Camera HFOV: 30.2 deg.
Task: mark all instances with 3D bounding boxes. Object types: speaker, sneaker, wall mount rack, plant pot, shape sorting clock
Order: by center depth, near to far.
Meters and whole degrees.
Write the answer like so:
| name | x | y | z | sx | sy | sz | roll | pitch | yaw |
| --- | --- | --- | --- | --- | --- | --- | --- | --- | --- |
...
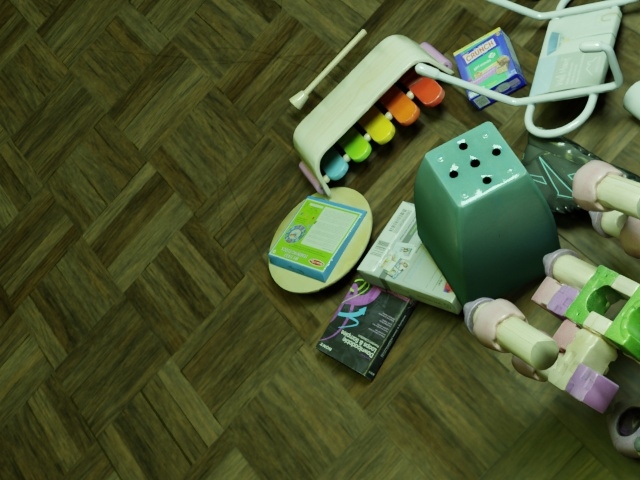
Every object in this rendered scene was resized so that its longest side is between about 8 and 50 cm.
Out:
| name | x | y | z | sx | sy | sz | roll | pitch | yaw |
| --- | --- | --- | --- | --- | --- | --- | --- | --- | --- |
| plant pot | 0.231 | -0.048 | 1.689 | 0.165 | 0.234 | 0.166 | -27 | 57 | -4 |
| speaker | 0.505 | -0.179 | 1.732 | 0.055 | 0.055 | 0.136 | -46 | 49 | 6 |
| sneaker | 0.395 | -0.074 | 1.742 | 0.267 | 0.101 | 0.106 | 37 | 104 | 47 |
| wall mount rack | 0.328 | -0.316 | 1.829 | 0.304 | 0.130 | 0.350 | -5 | 47 | 33 |
| shape sorting clock | 0.000 | 0.000 | 1.996 | 0.206 | 0.040 | 0.206 | -21 | 44 | 22 |

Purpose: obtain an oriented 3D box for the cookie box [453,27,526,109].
| name | x | y | z | sx | sy | sz | roll | pitch | yaw |
| --- | --- | --- | --- | --- | --- | --- | --- | --- | --- |
| cookie box | 0.278 | -0.283 | 1.954 | 0.091 | 0.040 | 0.107 | -28 | 52 | 21 |

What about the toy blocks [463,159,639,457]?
| name | x | y | z | sx | sy | sz | roll | pitch | yaw |
| --- | --- | --- | --- | --- | --- | --- | --- | --- | --- |
| toy blocks | 0.365 | 0.082 | 1.569 | 0.289 | 0.309 | 0.260 | -54 | 26 | -1 |

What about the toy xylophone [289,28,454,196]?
| name | x | y | z | sx | sy | sz | roll | pitch | yaw |
| --- | --- | --- | --- | --- | --- | --- | --- | --- | --- |
| toy xylophone | 0.070 | -0.240 | 2.044 | 0.322 | 0.081 | 0.236 | -40 | 37 | 13 |

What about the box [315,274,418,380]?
| name | x | y | z | sx | sy | sz | roll | pitch | yaw |
| --- | --- | --- | --- | --- | --- | --- | --- | --- | --- |
| box | 0.076 | 0.128 | 1.884 | 0.116 | 0.029 | 0.162 | 25 | 83 | 41 |

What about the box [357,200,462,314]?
| name | x | y | z | sx | sy | sz | roll | pitch | yaw |
| --- | --- | --- | --- | --- | --- | --- | --- | --- | --- |
| box | 0.170 | 0.023 | 1.848 | 0.186 | 0.038 | 0.145 | 17 | 64 | 39 |
